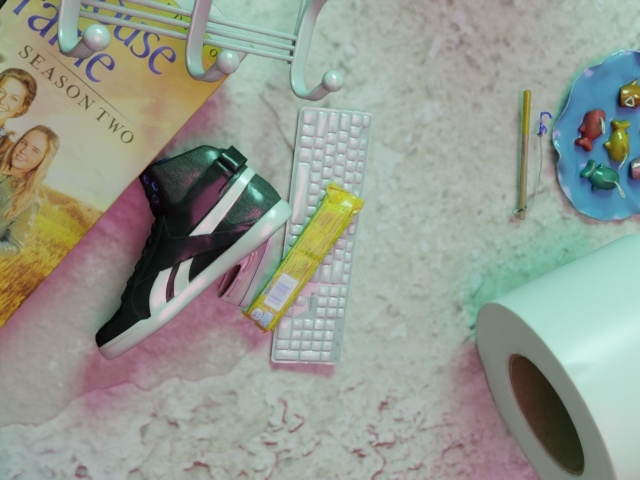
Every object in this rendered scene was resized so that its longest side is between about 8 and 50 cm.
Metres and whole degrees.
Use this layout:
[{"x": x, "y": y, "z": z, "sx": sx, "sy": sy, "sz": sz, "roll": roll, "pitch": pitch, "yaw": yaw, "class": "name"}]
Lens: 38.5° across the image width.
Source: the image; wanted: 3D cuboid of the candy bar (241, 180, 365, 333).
[{"x": -0.018, "y": 0.019, "z": 0.876, "sx": 0.040, "sy": 0.018, "sz": 0.161, "roll": 33, "pitch": 96, "yaw": -16, "class": "candy bar"}]

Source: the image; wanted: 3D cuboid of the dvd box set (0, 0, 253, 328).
[{"x": -0.292, "y": -0.099, "z": 0.703, "sx": 0.420, "sy": 0.062, "sz": 0.307, "roll": -48, "pitch": 127, "yaw": -1, "class": "dvd box set"}]

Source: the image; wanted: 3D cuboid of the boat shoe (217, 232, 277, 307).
[{"x": -0.070, "y": 0.014, "z": 0.860, "sx": 0.035, "sy": 0.035, "sz": 0.100, "roll": 16, "pitch": 106, "yaw": -25, "class": "boat shoe"}]

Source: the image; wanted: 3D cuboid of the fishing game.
[{"x": 0.328, "y": -0.108, "z": 0.957, "sx": 0.264, "sy": 0.041, "sz": 0.189, "roll": -3, "pitch": 109, "yaw": -18, "class": "fishing game"}]

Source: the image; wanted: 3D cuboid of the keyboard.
[{"x": 0.000, "y": 0.000, "z": 0.890, "sx": 0.072, "sy": 0.014, "sz": 0.256, "roll": 2, "pitch": 104, "yaw": -19, "class": "keyboard"}]

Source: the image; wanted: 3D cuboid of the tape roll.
[{"x": 0.287, "y": 0.136, "z": 0.902, "sx": 0.169, "sy": 0.246, "sz": 0.246, "roll": -24, "pitch": 112, "yaw": -10, "class": "tape roll"}]

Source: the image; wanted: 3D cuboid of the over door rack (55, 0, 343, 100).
[{"x": -0.058, "y": -0.279, "z": 0.674, "sx": 0.240, "sy": 0.108, "sz": 0.324, "roll": 3, "pitch": 95, "yaw": -42, "class": "over door rack"}]

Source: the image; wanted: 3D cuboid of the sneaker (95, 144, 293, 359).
[{"x": -0.142, "y": -0.001, "z": 0.818, "sx": 0.217, "sy": 0.079, "sz": 0.121, "roll": -40, "pitch": 94, "yaw": 7, "class": "sneaker"}]

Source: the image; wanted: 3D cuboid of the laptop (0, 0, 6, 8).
[{"x": -0.460, "y": -0.120, "z": 0.477, "sx": 0.382, "sy": 0.236, "sz": 0.408, "roll": 38, "pitch": 91, "yaw": 17, "class": "laptop"}]
